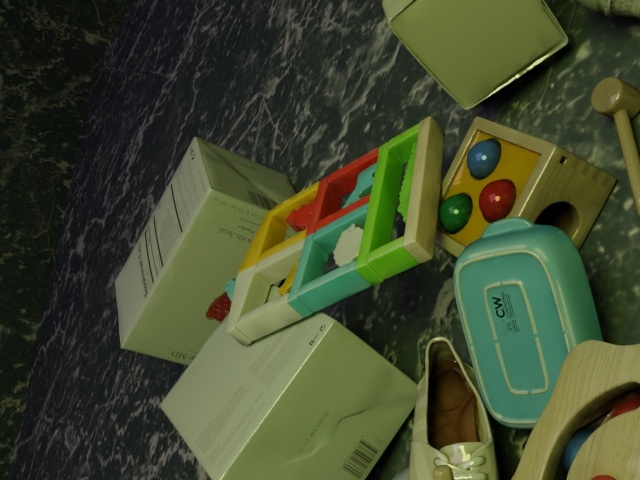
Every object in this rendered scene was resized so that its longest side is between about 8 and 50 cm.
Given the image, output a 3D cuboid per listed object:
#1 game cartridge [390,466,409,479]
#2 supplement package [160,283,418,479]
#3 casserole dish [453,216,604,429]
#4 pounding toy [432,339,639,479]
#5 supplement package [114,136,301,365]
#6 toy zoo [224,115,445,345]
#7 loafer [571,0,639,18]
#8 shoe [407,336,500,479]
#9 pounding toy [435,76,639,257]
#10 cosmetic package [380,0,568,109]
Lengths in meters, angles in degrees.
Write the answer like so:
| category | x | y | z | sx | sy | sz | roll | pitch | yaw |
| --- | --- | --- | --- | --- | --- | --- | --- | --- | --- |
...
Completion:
| category | x | y | z | sx | sy | sz | roll | pitch | yaw |
| --- | --- | --- | --- | --- | --- | --- | --- | --- | --- |
| game cartridge | 0.101 | 0.332 | 0.663 | 0.196 | 0.060 | 0.294 | -45 | 36 | 30 |
| supplement package | -0.037 | 0.175 | 0.859 | 0.194 | 0.149 | 0.203 | -53 | 27 | -8 |
| casserole dish | 0.166 | 0.075 | 0.640 | 0.114 | 0.037 | 0.189 | -15 | 89 | 39 |
| pounding toy | 0.177 | 0.185 | 0.512 | 0.154 | 0.154 | 0.270 | 26 | 91 | 59 |
| supplement package | -0.171 | 0.028 | 1.206 | 0.293 | 0.177 | 0.175 | -57 | 31 | 21 |
| toy zoo | 0.000 | 0.000 | 0.835 | 0.293 | 0.030 | 0.192 | -27 | 32 | 34 |
| loafer | 0.328 | -0.342 | 0.687 | 0.111 | 0.112 | 0.320 | 30 | 98 | 26 |
| shoe | 0.109 | 0.171 | 0.669 | 0.219 | 0.076 | 0.058 | -84 | -16 | -55 |
| pounding toy | 0.202 | -0.060 | 0.705 | 0.206 | 0.094 | 0.181 | -64 | 28 | 9 |
| cosmetic package | 0.140 | -0.301 | 0.866 | 0.129 | 0.153 | 0.296 | -34 | 37 | 23 |
